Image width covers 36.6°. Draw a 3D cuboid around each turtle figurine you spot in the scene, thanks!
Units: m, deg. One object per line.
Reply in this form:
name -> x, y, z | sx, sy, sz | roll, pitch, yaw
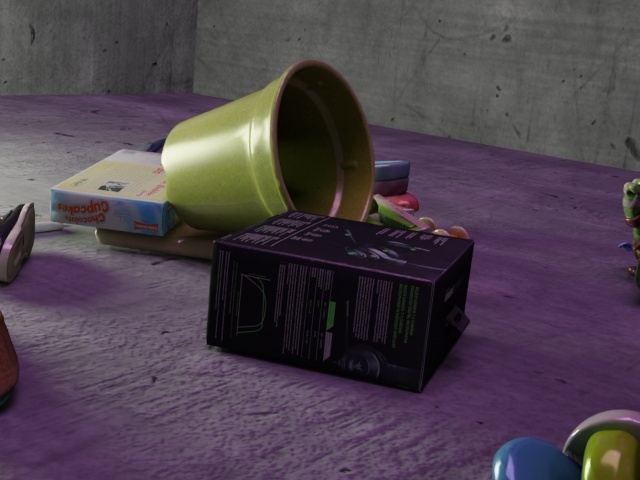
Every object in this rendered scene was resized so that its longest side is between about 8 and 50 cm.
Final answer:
turtle figurine -> 0.585, -0.026, 1.552 | 0.275, 0.198, 0.266 | -33, 16, 28

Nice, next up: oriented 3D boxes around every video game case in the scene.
video game case -> -0.530, -0.032, 1.591 | 0.143, 0.019, 0.157 | 17, 17, 38

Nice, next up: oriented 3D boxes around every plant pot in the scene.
plant pot -> -0.093, -0.117, 1.483 | 0.254, 0.276, 0.276 | -6, 5, 33

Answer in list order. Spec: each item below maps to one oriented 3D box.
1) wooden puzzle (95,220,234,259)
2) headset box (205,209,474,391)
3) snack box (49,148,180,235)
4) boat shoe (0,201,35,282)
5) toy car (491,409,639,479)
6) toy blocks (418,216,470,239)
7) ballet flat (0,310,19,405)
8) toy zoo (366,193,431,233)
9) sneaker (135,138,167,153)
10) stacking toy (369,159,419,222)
wooden puzzle -> -0.232, -0.019, 1.621 | 0.221, 0.044, 0.238 | 8, 18, 8
headset box -> 0.042, 0.061, 1.182 | 0.283, 0.131, 0.246 | 9, 14, 16
snack box -> -0.303, -0.088, 1.640 | 0.187, 0.060, 0.322 | 7, 18, 8
boat shoe -> -0.452, -0.007, 1.375 | 0.079, 0.084, 0.233 | 5, 16, -5
toy car -> 0.145, 0.192, 0.584 | 0.136, 0.182, 0.159 | 6, 27, 21
toy blocks -> 0.164, 0.001, 1.654 | 0.123, 0.054, 0.148 | 18, 19, 40
ballet flat -> -0.390, 0.063, 1.019 | 0.116, 0.124, 0.342 | -1, 15, -24
toy zoo -> 0.000, 0.000, 1.512 | 0.293, 0.030, 0.192 | -16, 23, -17
sneaker -> -0.254, -0.156, 2.019 | 0.131, 0.112, 0.319 | 11, 15, 33
stacking toy -> 0.029, -0.106, 1.759 | 0.309, 0.130, 0.279 | -4, 9, -4
